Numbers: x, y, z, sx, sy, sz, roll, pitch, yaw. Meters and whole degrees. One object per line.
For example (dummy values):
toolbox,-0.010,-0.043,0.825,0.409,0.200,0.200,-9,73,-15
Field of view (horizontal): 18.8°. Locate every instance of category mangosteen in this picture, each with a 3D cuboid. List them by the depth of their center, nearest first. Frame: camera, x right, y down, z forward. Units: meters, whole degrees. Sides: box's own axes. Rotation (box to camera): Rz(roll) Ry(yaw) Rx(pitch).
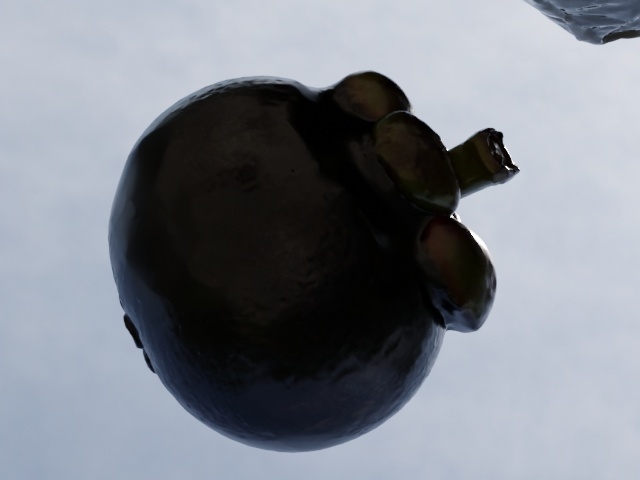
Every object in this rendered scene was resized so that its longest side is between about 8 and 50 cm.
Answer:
mangosteen,0.000,0.000,0.690,0.151,0.137,0.137,-28,-139,1

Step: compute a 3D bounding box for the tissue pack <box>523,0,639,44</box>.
tissue pack,0.085,-0.297,0.931,0.195,0.390,0.375,-24,-113,20
